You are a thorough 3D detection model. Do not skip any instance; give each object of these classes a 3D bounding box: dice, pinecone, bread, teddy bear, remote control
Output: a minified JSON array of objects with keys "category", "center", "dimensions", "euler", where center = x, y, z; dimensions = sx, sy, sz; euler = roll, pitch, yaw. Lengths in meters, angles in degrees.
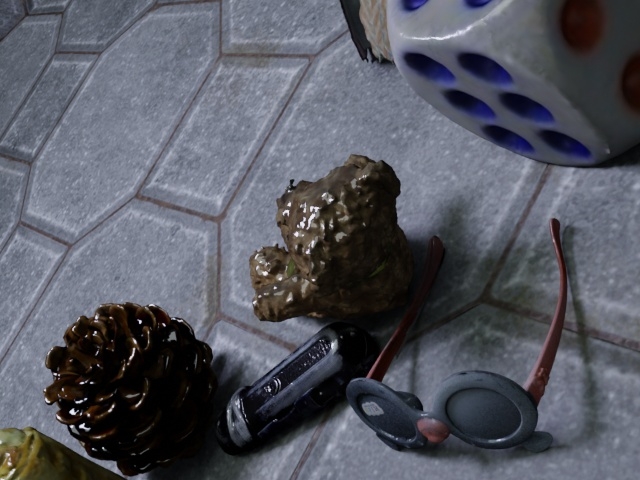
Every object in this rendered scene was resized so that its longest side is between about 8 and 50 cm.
[{"category":"dice","center":[0.249,-0.250,1.053],"dimensions":[0.243,0.259,0.251],"euler":[16,74,55]},{"category":"pinecone","center":[-0.250,0.193,1.281],"dimensions":[0.224,0.272,0.224],"euler":[-5,58,8]},{"category":"bread","center":[-0.332,0.338,1.231],"dimensions":[0.152,0.268,0.130],"euler":[9,63,54]},{"category":"teddy bear","center":[-0.007,-0.004,1.159],"dimensions":[0.246,0.222,0.296],"euler":[-49,38,-13]},{"category":"remote control","center":[-0.046,0.187,1.192],"dimensions":[0.266,0.066,0.090],"euler":[-35,37,24]}]

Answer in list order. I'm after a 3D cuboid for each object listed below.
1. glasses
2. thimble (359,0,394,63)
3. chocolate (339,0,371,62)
[{"category":"glasses","center":[0.171,0.107,1.039],"dimensions":[0.234,0.118,0.268],"euler":[-13,32,45]},{"category":"thimble","center":[0.163,-0.348,1.297],"dimensions":[0.148,0.196,0.229],"euler":[32,117,58]},{"category":"chocolate","center":[0.094,-0.394,1.439],"dimensions":[0.147,0.221,0.221],"euler":[-21,43,8]}]
